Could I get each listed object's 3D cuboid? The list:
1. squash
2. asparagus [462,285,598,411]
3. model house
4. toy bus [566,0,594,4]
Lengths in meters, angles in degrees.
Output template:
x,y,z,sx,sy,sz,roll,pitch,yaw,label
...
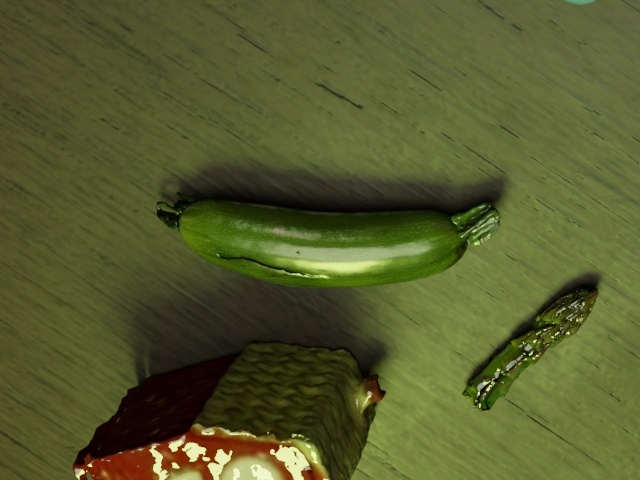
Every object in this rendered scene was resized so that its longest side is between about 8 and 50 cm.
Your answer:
x,y,z,sx,sy,sz,roll,pitch,yaw,label
0.001,0.003,1.214,0.318,0.071,0.080,2,110,11,squash
0.192,0.097,1.232,0.165,0.030,0.036,-45,72,25,asparagus
-0.067,0.194,1.236,0.254,0.196,0.160,-23,102,18,model house
0.235,-0.293,0.997,0.294,0.197,0.232,-6,119,12,toy bus
